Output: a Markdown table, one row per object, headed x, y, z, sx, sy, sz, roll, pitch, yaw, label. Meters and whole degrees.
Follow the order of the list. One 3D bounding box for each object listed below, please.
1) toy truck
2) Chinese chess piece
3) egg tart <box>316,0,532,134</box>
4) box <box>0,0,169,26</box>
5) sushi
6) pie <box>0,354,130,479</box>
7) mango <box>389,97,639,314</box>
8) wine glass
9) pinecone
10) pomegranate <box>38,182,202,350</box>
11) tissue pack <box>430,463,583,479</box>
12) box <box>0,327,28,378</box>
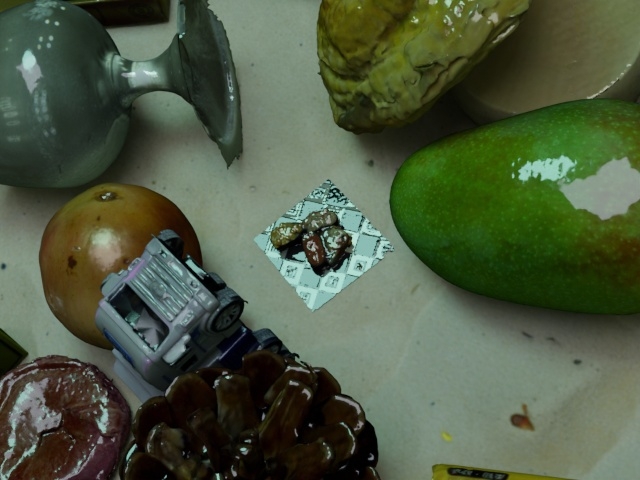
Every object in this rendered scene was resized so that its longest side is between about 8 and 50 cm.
| x | y | z | sx | sy | sz | roll | pitch | yaw | label |
| --- | --- | --- | --- | --- | --- | --- | --- | --- | --- |
| -0.140 | 0.111 | 1.442 | 0.155 | 0.268 | 0.124 | -45 | 64 | -5 | toy truck |
| 0.260 | -0.227 | 1.579 | 0.251 | 0.097 | 0.250 | -6 | 66 | 13 | Chinese chess piece |
| 0.086 | -0.274 | 1.527 | 0.339 | 0.153 | 0.351 | -34 | 36 | 45 | egg tart |
| -0.315 | -0.356 | 1.791 | 0.240 | 0.071 | 0.159 | -5 | 64 | 13 | box |
| 0.000 | 0.000 | 1.586 | 0.120 | 0.026 | 0.126 | -39 | 65 | -5 | sushi |
| -0.306 | 0.217 | 1.558 | 0.182 | 0.049 | 0.182 | -4 | 64 | 8 | pie |
| 0.249 | -0.040 | 1.451 | 0.382 | 0.201 | 0.225 | 7 | 93 | 26 | mango |
| -0.276 | -0.175 | 1.623 | 0.323 | 0.238 | 0.238 | -8 | 66 | 13 | wine glass |
| -0.062 | 0.258 | 1.351 | 0.242 | 0.296 | 0.298 | 36 | 70 | 28 | pinecone |
| -0.227 | 0.031 | 1.544 | 0.191 | 0.191 | 0.191 | -5 | 67 | 12 | pomegranate |
| 0.284 | 0.352 | 1.224 | 0.382 | 0.293 | 0.228 | 4 | 64 | 15 | tissue pack |
| -0.452 | 0.173 | 1.562 | 0.064 | 0.141 | 0.220 | 35 | 80 | 24 | box |
